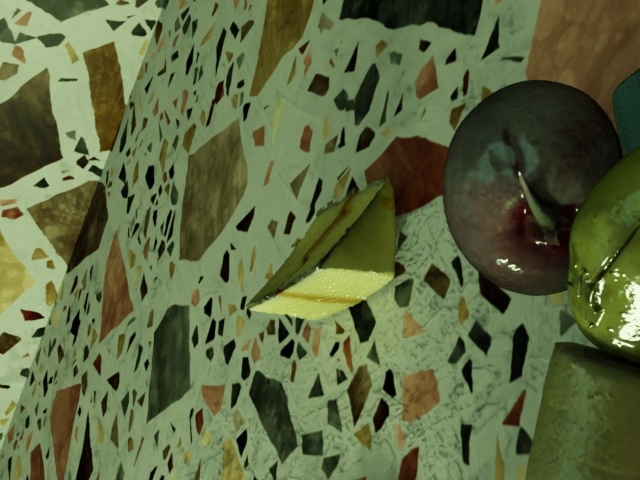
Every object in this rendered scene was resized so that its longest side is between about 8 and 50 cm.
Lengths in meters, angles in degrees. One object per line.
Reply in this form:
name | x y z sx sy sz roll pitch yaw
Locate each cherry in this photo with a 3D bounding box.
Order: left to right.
cherry | 0.216 -0.056 1.147 0.266 0.184 0.213 -71 -11 -58

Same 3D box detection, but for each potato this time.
potato | 0.289 0.013 0.936 0.248 0.169 0.143 95 156 -51

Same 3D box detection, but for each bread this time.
bread | 0.000 0.000 1.604 0.240 0.135 0.178 -32 52 58
bread | 0.266 0.173 1.004 0.134 0.148 0.141 -163 84 -71

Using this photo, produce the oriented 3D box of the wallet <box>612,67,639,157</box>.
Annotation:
wallet | 0.372 -0.120 0.992 0.250 0.075 0.176 -39 50 51
